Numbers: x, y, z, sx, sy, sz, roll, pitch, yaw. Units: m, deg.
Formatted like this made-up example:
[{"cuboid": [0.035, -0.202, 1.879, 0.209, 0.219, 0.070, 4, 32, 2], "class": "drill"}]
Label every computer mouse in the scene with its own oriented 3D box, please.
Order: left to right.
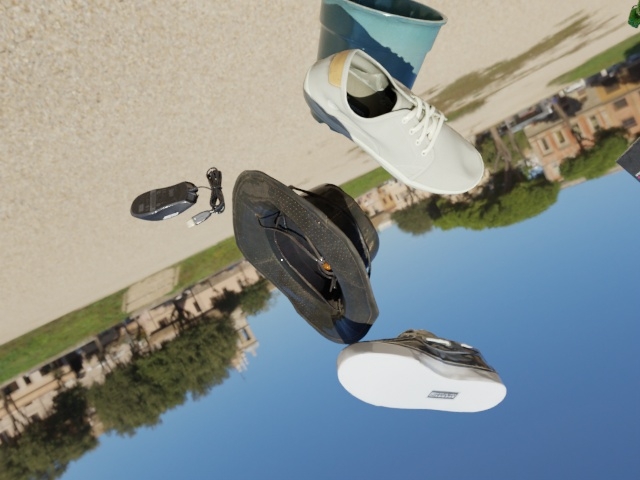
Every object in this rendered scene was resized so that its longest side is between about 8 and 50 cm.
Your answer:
[{"cuboid": [-0.365, -0.081, 1.371, 0.261, 0.184, 0.060, -21, 138, -2], "class": "computer mouse"}]

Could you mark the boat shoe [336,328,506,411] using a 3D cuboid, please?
[{"cuboid": [0.150, 0.185, 0.797, 0.301, 0.102, 0.108, 14, 125, -25], "class": "boat shoe"}]

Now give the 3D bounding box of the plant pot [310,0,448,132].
[{"cuboid": [0.127, -0.479, 1.422, 0.341, 0.341, 0.334, -29, 144, -46], "class": "plant pot"}]

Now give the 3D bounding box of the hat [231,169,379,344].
[{"cuboid": [0.000, 0.000, 0.809, 0.134, 0.331, 0.331, -42, -171, -26], "class": "hat"}]

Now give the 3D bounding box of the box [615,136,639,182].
[{"cuboid": [0.804, -0.144, 1.097, 0.165, 0.270, 0.143, -25, 156, -36], "class": "box"}]

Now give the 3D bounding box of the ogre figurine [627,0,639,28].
[{"cuboid": [0.499, -0.322, 0.675, 0.118, 0.097, 0.197, 6, 161, 4], "class": "ogre figurine"}]

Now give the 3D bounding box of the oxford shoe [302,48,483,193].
[{"cuboid": [0.173, -0.224, 1.039, 0.130, 0.449, 0.169, -16, -129, 57], "class": "oxford shoe"}]
